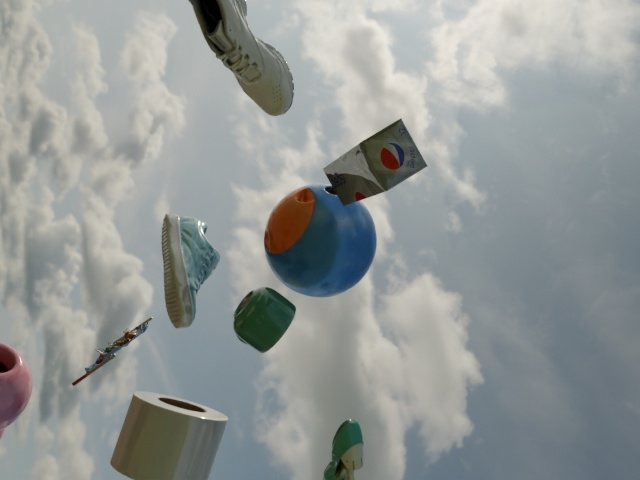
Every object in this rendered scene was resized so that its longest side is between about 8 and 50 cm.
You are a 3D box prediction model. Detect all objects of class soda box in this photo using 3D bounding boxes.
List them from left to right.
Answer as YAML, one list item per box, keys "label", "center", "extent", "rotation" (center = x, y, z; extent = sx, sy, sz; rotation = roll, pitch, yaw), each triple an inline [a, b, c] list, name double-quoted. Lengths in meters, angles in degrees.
- label: "soda box"
  center: [0.093, -0.139, 1.075]
  extent: [0.098, 0.091, 0.286]
  rotation: [60, -12, -5]

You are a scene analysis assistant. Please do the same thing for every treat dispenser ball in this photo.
- label: "treat dispenser ball"
  center: [0.000, 0.000, 1.428]
  extent: [0.288, 0.288, 0.289]
  rotation: [0, -89, 55]

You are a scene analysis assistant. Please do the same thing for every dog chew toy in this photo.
- label: "dog chew toy"
  center: [-0.762, 0.376, 1.201]
  extent: [0.332, 0.206, 0.207]
  rotation: [-57, -135, 14]

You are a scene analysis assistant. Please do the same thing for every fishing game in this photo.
- label: "fishing game"
  center: [-0.513, 0.259, 1.410]
  extent: [0.189, 0.264, 0.041]
  rotation: [-34, -82, 12]

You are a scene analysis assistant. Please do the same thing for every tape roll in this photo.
- label: "tape roll"
  center: [-0.366, 0.485, 1.379]
  extent: [0.246, 0.246, 0.169]
  rotation: [1, -109, 55]

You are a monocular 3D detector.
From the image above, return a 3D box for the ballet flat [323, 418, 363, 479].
- label: "ballet flat"
  center: [0.069, 0.548, 1.400]
  extent: [0.087, 0.083, 0.248]
  rotation: [48, -43, 40]

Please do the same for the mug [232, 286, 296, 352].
- label: "mug"
  center: [-0.140, 0.177, 1.240]
  extent: [0.158, 0.097, 0.129]
  rotation: [-48, -165, 9]

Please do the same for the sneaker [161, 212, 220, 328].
- label: "sneaker"
  center: [-0.327, 0.065, 1.463]
  extent: [0.135, 0.149, 0.366]
  rotation: [115, -31, -43]

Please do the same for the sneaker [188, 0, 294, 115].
- label: "sneaker"
  center: [-0.158, -0.358, 1.058]
  extent: [0.110, 0.129, 0.297]
  rotation: [-26, -69, 26]
